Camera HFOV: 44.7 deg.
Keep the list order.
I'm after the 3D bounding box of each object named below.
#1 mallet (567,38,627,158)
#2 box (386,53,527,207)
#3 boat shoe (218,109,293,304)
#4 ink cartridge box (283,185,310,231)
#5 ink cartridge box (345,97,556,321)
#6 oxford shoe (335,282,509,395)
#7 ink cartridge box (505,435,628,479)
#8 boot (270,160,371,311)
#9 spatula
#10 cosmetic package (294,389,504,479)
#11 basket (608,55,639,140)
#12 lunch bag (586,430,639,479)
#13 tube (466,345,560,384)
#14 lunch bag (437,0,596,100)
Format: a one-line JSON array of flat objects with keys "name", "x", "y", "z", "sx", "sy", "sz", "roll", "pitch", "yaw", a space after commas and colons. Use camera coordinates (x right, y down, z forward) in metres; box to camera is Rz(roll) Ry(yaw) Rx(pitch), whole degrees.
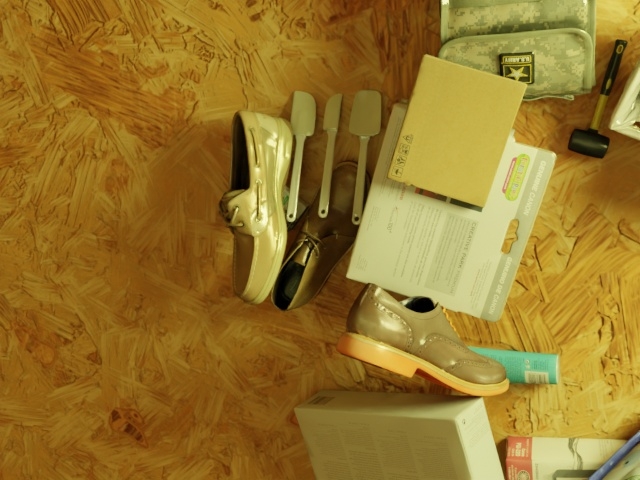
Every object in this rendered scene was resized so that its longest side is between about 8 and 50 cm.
[{"name": "mallet", "x": 0.448, "y": -0.230, "z": 1.258, "sx": 0.062, "sy": 0.039, "sz": 0.190, "roll": 9, "pitch": 102, "yaw": 11}, {"name": "box", "x": 0.209, "y": -0.168, "z": 1.208, "sx": 0.164, "sy": 0.021, "sz": 0.201, "roll": 18, "pitch": 107, "yaw": 7}, {"name": "boat shoe", "x": -0.130, "y": -0.058, "z": 1.380, "sx": 0.121, "sy": 0.110, "sz": 0.341, "roll": -4, "pitch": 79, "yaw": 55}, {"name": "ink cartridge box", "x": -0.084, "y": -0.076, "z": 1.458, "sx": 0.115, "sy": 0.029, "sz": 0.063, "roll": 38, "pitch": 112, "yaw": 4}, {"name": "ink cartridge box", "x": 0.218, "y": -0.052, "z": 1.319, "sx": 0.271, "sy": 0.130, "sz": 0.310, "roll": 18, "pitch": 109, "yaw": 8}, {"name": "oxford shoe", "x": 0.194, "y": 0.168, "z": 1.275, "sx": 0.130, "sy": 0.363, "sz": 0.133, "roll": 10, "pitch": 81, "yaw": 52}, {"name": "ink cartridge box", "x": 0.448, "y": 0.445, "z": 1.398, "sx": 0.217, "sy": 0.092, "sz": 0.159, "roll": -3, "pitch": 103, "yaw": 15}, {"name": "boot", "x": 0.000, "y": 0.000, "z": 1.408, "sx": 0.112, "sy": 0.115, "sz": 0.305, "roll": 29, "pitch": 108, "yaw": 11}, {"name": "spatula", "x": 0.019, "y": -0.148, "z": 1.372, "sx": 0.168, "sy": 0.019, "sz": 0.242, "roll": 4, "pitch": 82, "yaw": 13}, {"name": "cosmetic package", "x": 0.148, "y": 0.422, "z": 1.408, "sx": 0.377, "sy": 0.097, "sz": 0.285, "roll": -7, "pitch": 101, "yaw": 43}, {"name": "basket", "x": 0.521, "y": -0.237, "z": 1.161, "sx": 0.113, "sy": 0.103, "sz": 0.167, "roll": 23, "pitch": 143, "yaw": 10}, {"name": "lunch bag", "x": 0.631, "y": 0.434, "z": 1.216, "sx": 0.328, "sy": 0.385, "sz": 0.239, "roll": 58, "pitch": 153, "yaw": 1}, {"name": "tube", "x": 0.324, "y": 0.228, "z": 1.406, "sx": 0.207, "sy": 0.052, "sz": 0.080, "roll": 0, "pitch": 99, "yaw": 22}, {"name": "lunch bag", "x": 0.303, "y": -0.353, "z": 1.201, "sx": 0.235, "sy": 0.169, "sz": 0.287, "roll": 0, "pitch": 110, "yaw": 17}]
